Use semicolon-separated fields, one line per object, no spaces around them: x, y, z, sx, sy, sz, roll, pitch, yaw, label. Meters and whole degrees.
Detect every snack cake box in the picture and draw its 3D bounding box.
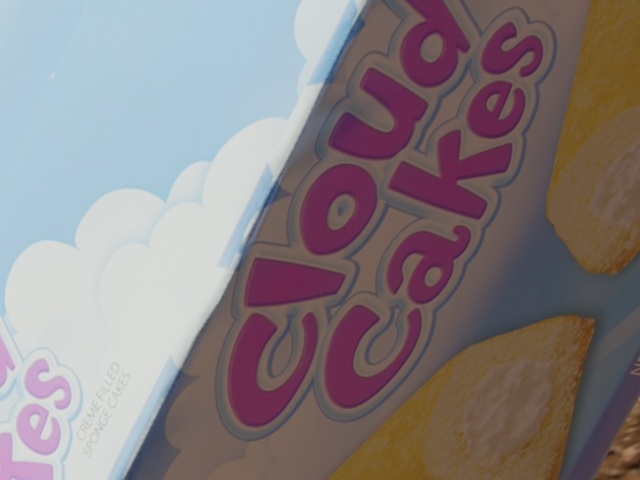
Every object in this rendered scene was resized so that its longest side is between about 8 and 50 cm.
0.000;0.000;0.388;0.089;0.152;0.264;35;104;36;snack cake box
